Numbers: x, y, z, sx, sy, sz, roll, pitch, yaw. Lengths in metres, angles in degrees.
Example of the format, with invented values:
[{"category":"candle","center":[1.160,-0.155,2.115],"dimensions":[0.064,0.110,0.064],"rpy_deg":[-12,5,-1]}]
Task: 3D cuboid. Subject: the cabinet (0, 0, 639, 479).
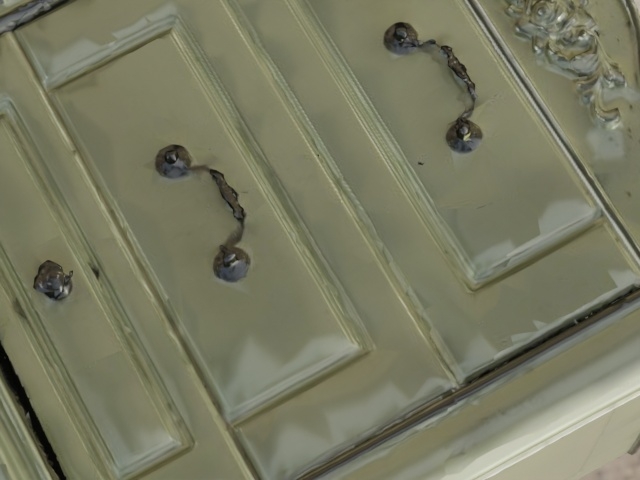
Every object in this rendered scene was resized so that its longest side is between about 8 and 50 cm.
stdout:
[{"category":"cabinet","center":[0.000,0.000,0.740],"dimensions":[0.318,0.290,0.227],"rpy_deg":[-28,161,-6]}]
